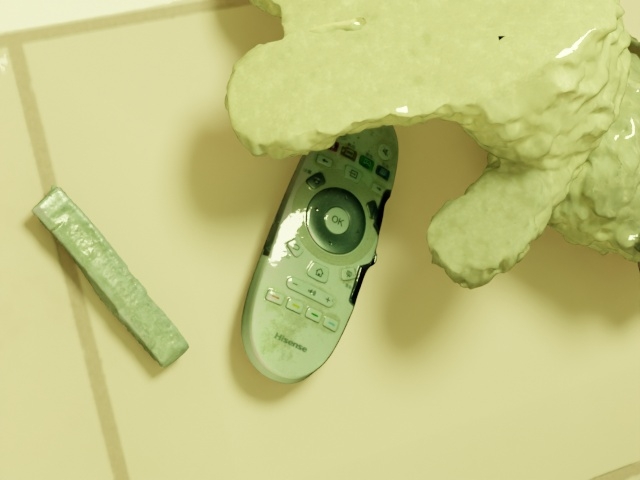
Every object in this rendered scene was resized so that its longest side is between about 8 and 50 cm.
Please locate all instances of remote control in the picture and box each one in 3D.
[{"bbox_3d":[0.001,-0.001,1.135,0.097,0.045,0.256,29,73,-21],"label":"remote control"}]

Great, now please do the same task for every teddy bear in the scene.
[{"bbox_3d":[0.147,-0.095,1.162,0.375,0.362,0.327,-3,63,14],"label":"teddy bear"}]

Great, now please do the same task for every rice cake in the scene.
[{"bbox_3d":[-0.167,0.030,1.067,0.033,0.029,0.171,-40,103,-16],"label":"rice cake"}]
